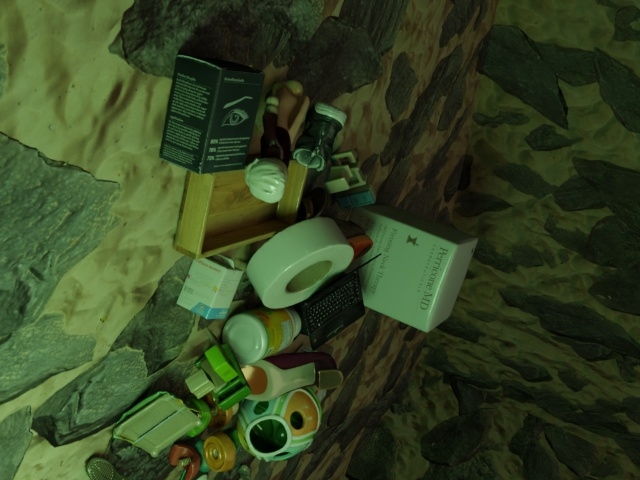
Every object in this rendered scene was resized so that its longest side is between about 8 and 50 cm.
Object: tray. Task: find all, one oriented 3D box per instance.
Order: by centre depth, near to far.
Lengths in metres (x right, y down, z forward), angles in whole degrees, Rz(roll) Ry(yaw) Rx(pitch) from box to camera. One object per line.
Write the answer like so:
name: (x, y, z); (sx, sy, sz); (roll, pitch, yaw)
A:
tray: (-0.173, -0.098, 1.517); (0.411, 0.076, 0.203); (-21, 129, -61)

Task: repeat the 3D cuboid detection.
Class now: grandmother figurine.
grandmother figurine: (-0.091, -0.216, 1.394); (0.208, 0.104, 0.342); (71, 19, -43)

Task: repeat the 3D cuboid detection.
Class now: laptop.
laptop: (0.076, 0.183, 1.888); (0.234, 0.136, 0.264); (-30, 122, -33)

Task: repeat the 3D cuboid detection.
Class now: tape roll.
tape roll: (-0.054, 0.063, 1.728); (0.286, 0.100, 0.286); (-28, 157, -13)

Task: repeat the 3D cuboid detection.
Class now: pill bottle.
pill bottle: (-0.154, 0.253, 1.799); (0.246, 0.136, 0.136); (-9, 119, -64)

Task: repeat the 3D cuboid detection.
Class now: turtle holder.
turtle holder: (-0.163, 0.542, 1.924); (0.227, 0.320, 0.243); (-38, 129, -78)

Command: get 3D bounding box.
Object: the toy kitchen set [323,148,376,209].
toy kitchen set: (0.068, -0.148, 1.934); (0.207, 0.122, 0.166); (60, 32, -37)

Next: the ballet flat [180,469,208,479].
ballet flat: (-0.374, 0.746, 1.824); (0.280, 0.096, 0.095); (-63, 156, -11)

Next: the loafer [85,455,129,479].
loafer: (-0.486, 0.531, 1.443); (0.056, 0.050, 0.148); (-56, 139, -33)

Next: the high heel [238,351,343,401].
high heel: (-0.131, 0.383, 1.871); (0.181, 0.377, 0.127); (-156, -106, -72)

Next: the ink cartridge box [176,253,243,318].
ink cartridge box: (-0.253, 0.100, 1.497); (0.143, 0.092, 0.090); (-67, 158, 2)

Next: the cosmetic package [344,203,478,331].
cosmetic package: (0.303, 0.082, 2.314); (0.327, 0.394, 0.329); (-8, 117, -64)

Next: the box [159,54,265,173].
box: (-0.210, -0.245, 1.251); (0.153, 0.108, 0.207); (-18, 126, -61)

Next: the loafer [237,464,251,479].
loafer: (-0.257, 0.787, 2.200); (0.125, 0.045, 0.039); (92, 13, -54)

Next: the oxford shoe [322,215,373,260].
oxford shoe: (0.000, 0.000, 1.958); (0.364, 0.133, 0.130); (-3, 142, -48)

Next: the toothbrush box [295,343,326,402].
toothbrush box: (-0.093, 0.533, 2.214); (0.283, 0.122, 0.206); (-43, 147, -47)

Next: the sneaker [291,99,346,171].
sneaker: (-0.014, -0.255, 1.606); (0.268, 0.101, 0.153); (-154, -92, -83)

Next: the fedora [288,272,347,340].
fedora: (0.003, 0.195, 2.059); (0.334, 0.152, 0.334); (-51, 154, -37)

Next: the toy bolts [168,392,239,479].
toy bolts: (-0.273, 0.539, 1.708); (0.158, 0.218, 0.228); (-1, 125, -50)

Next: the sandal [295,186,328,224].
sandal: (-0.056, -0.077, 1.809); (0.219, 0.090, 0.060); (-49, 130, -22)

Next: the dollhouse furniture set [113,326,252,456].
dollhouse furniture set: (-0.350, 0.361, 1.560); (0.301, 0.151, 0.197); (-34, 142, -6)
